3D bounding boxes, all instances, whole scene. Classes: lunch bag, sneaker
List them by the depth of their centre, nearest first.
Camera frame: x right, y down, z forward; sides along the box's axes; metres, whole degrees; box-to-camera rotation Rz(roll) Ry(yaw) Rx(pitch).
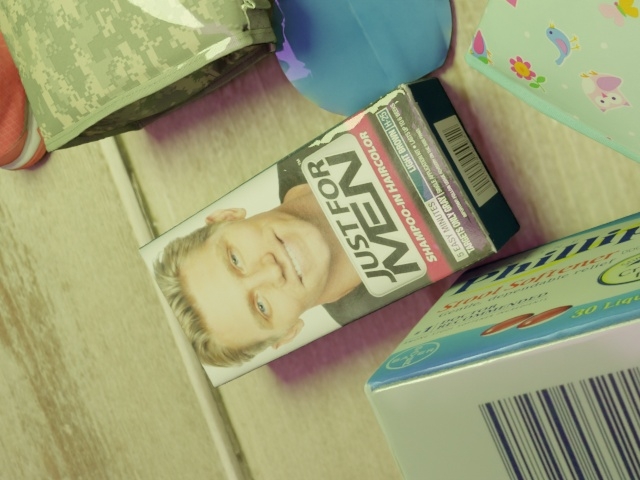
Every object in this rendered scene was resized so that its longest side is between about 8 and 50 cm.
[{"bbox_3d":[0.268,-0.167,0.605,0.262,0.160,0.223,37,151,15],"label":"lunch bag"},{"bbox_3d":[-0.177,-0.248,0.815,0.287,0.169,0.235,-18,96,39],"label":"lunch bag"},{"bbox_3d":[-0.374,-0.224,0.942,0.115,0.136,0.314,11,107,22],"label":"sneaker"}]

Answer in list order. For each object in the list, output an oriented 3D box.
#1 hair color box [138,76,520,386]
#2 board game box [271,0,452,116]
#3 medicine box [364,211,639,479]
[{"bbox_3d":[0.000,0.000,0.846,0.347,0.105,0.174,-29,90,29],"label":"hair color box"},{"bbox_3d":[0.039,-0.200,0.799,0.168,0.033,0.133,-30,100,4],"label":"board game box"},{"bbox_3d":[0.218,0.091,0.662,0.263,0.289,0.149,-21,96,28],"label":"medicine box"}]
